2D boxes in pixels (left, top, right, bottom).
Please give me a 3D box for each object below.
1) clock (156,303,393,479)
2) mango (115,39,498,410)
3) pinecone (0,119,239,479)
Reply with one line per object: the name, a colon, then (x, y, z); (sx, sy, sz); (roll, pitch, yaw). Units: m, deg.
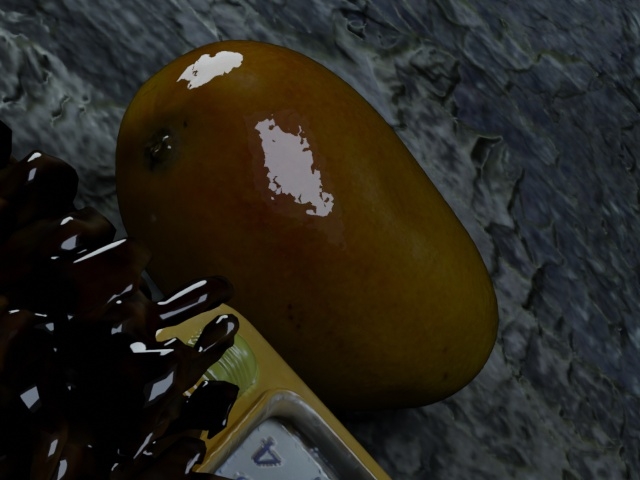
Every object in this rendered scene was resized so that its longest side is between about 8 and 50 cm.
clock: (-0.030, 0.137, 0.797); (0.202, 0.096, 0.143); (48, 34, -2)
mango: (-0.003, 0.002, 0.921); (0.221, 0.120, 0.151); (46, 35, -17)
pinecone: (-0.157, 0.049, 0.635); (0.272, 0.224, 0.224); (35, 36, 7)
